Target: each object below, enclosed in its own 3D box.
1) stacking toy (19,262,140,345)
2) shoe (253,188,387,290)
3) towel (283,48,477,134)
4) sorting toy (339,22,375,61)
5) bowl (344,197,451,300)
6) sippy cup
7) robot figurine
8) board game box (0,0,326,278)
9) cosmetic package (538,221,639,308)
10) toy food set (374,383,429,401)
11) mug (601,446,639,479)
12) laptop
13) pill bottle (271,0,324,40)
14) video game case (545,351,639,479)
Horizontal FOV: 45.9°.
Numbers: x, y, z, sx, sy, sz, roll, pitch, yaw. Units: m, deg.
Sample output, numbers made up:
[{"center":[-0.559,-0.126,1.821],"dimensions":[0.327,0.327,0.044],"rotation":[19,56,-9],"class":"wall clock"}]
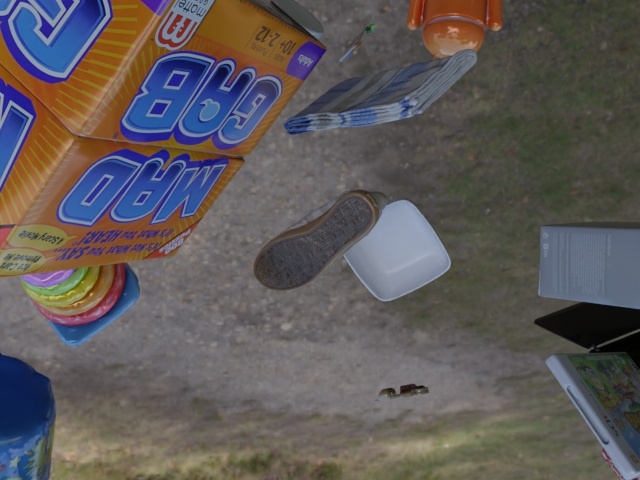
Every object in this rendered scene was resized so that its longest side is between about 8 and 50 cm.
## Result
[{"center":[-0.415,0.031,1.173],"dimensions":[0.166,0.175,0.302],"rotation":[-39,162,-10],"class":"stacking toy"},{"center":[0.000,0.000,0.976],"dimensions":[0.219,0.076,0.058],"rotation":[-33,-175,34],"class":"shoe"},{"center":[0.093,-0.242,1.228],"dimensions":[0.285,0.209,0.034],"rotation":[0,123,46],"class":"towel"},{"center":[0.070,-0.364,1.382],"dimensions":[0.012,0.062,0.083],"rotation":[39,144,-13],"class":"sorting toy"},{"center":[0.113,0.008,1.156],"dimensions":[0.142,0.053,0.142],"rotation":[-30,107,21],"class":"bowl"},{"center":[-0.442,0.271,0.958],"dimensions":[0.305,0.240,0.224],"rotation":[8,122,-30],"class":"sippy cup"},{"center":[0.265,-0.455,1.498],"dimensions":[0.158,0.219,0.128],"rotation":[9,172,-26],"class":"robot figurine"},{"center":[-0.281,-0.216,0.869],"dimensions":[0.356,0.356,0.356],"rotation":[-51,167,15],"class":"board game box"},{"center":[0.396,0.028,0.909],"dimensions":[0.127,0.107,0.238],"rotation":[-3,-173,-32],"class":"cosmetic package"},{"center":[0.139,0.249,1.250],"dimensions":[0.078,0.019,0.122],"rotation":[-5,168,-25],"class":"toy food set"},{"center":[0.613,0.425,1.367],"dimensions":[0.150,0.169,0.113],"rotation":[8,111,-21],"class":"mug"},{"center":[0.548,0.203,1.309],"dimensions":[0.234,0.264,0.136],"rotation":[-17,160,-16],"class":"laptop"},{"center":[-0.089,-0.235,1.072],"dimensions":[0.117,0.117,0.215],"rotation":[18,125,-35],"class":"pill bottle"},{"center":[0.448,0.247,1.106],"dimensions":[0.212,0.193,0.023],"rotation":[6,133,-40],"class":"video game case"}]
